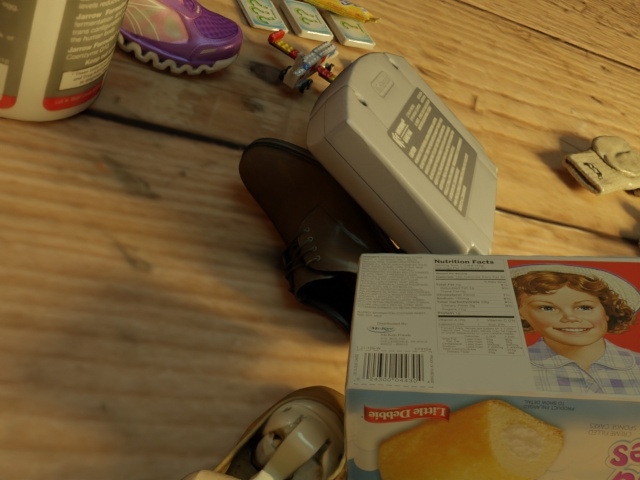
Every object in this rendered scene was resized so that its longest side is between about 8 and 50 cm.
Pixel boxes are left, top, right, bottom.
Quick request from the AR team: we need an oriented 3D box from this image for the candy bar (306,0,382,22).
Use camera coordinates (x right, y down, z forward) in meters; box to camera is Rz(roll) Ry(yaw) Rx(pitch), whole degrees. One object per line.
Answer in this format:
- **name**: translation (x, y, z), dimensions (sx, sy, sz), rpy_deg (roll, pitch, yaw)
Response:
- **candy bar**: translation (0.004, -0.322, 0.960), dimensions (0.162, 0.018, 0.040), rpy_deg (24, 29, 3)

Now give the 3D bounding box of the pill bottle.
- **pill bottle**: translation (-0.217, -0.246, 0.553), dimensions (0.161, 0.283, 0.161), rpy_deg (18, 42, -18)

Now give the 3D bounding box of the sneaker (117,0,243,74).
- **sneaker**: translation (-0.184, -0.250, 0.720), dimensions (0.237, 0.104, 0.095), rpy_deg (18, 41, -19)

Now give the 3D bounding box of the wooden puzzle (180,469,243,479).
- **wooden puzzle**: translation (0.050, 0.277, 0.254), dimensions (0.322, 0.080, 0.347), rpy_deg (21, 46, -5)

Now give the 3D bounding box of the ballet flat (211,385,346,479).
- **ballet flat**: translation (-0.029, 0.153, 0.441), dimensions (0.080, 0.073, 0.232), rpy_deg (39, 40, 10)

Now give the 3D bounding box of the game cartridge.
- **game cartridge**: translation (0.086, -0.085, 0.685), dimensions (0.198, 0.062, 0.297), rpy_deg (43, 27, -5)

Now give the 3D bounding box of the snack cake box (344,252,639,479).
- **snack cake box**: translation (0.152, 0.083, 0.470), dimensions (0.265, 0.089, 0.152), rpy_deg (1, 29, 7)

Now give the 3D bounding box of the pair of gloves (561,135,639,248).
- **pair of gloves**: translation (0.457, -0.051, 0.990), dimensions (0.204, 0.042, 0.240), rpy_deg (-26, 65, -42)

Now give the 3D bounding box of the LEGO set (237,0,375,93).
- **LEGO set**: translation (0.016, -0.235, 0.871), dimensions (0.183, 0.060, 0.244), rpy_deg (2, 46, -31)

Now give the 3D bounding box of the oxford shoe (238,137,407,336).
- **oxford shoe**: translation (0.000, 0.000, 0.608), dimensions (0.227, 0.082, 0.096), rpy_deg (46, 43, 15)
